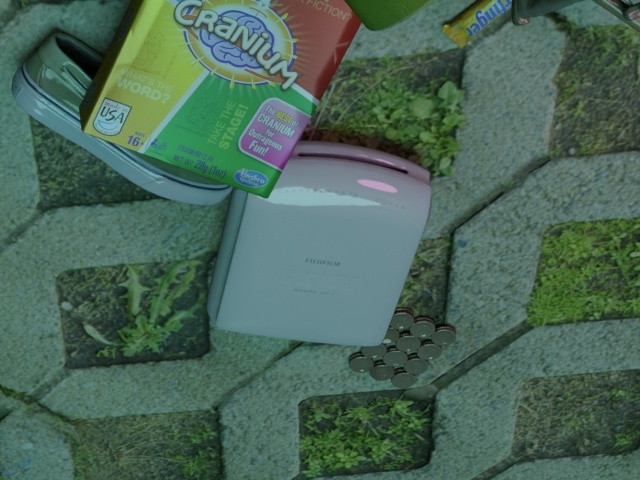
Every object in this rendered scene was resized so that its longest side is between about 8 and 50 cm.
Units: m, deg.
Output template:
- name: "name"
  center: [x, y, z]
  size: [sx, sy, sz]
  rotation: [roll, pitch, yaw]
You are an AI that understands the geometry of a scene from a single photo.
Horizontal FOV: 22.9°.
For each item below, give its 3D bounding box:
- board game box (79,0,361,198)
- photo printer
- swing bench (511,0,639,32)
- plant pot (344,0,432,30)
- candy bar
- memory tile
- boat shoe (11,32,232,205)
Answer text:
- name: "board game box"
  center: [-0.101, -0.226, 1.788]
  size: [0.242, 0.064, 0.317]
  rotation: [19, 116, -21]
- name: "photo printer"
  center: [0.000, 0.000, 2.051]
  size: [0.256, 0.107, 0.308]
  rotation: [8, 135, -10]
- name: "swing bench"
  center: [0.363, -0.289, 1.648]
  size: [0.254, 0.253, 0.165]
  rotation: [12, 89, -13]
- name: "plant pot"
  center: [0.039, -0.405, 1.552]
  size: [0.293, 0.275, 0.274]
  rotation: [42, 122, -18]
- name: "candy bar"
  center: [0.211, -0.280, 1.838]
  size: [0.161, 0.018, 0.040]
  rotation: [-35, 128, 30]
- name: "memory tile"
  center: [0.117, 0.156, 2.286]
  size: [0.113, 0.012, 0.148]
  rotation: [21, 132, -22]
- name: "boat shoe"
  center: [-0.222, -0.140, 1.899]
  size: [0.302, 0.109, 0.094]
  rotation: [27, 126, -24]
